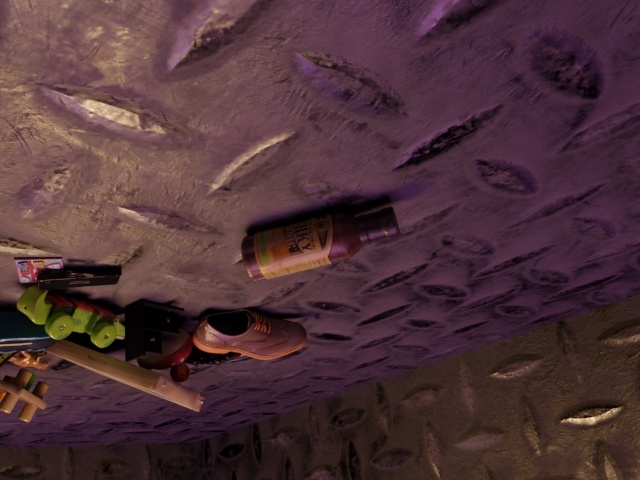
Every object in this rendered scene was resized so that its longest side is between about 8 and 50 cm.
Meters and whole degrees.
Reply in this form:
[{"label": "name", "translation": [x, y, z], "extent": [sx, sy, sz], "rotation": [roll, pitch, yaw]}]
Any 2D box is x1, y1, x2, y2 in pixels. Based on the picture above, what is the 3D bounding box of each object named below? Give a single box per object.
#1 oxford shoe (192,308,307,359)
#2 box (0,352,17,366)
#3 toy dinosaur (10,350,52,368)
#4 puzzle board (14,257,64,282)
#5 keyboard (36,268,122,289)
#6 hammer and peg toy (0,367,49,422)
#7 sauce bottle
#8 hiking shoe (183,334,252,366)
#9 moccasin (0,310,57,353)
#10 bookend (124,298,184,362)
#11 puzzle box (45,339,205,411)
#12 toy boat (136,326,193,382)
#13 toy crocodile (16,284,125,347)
[{"label": "oxford shoe", "translation": [-0.196, 0.279, 1.846], "extent": [0.363, 0.130, 0.133], "rotation": [3, 146, -26]}, {"label": "box", "translation": [-0.911, 0.311, 1.577], "extent": [0.190, 0.045, 0.184], "rotation": [-2, -159, 15]}, {"label": "toy dinosaur", "translation": [-0.831, 0.322, 1.685], "extent": [0.211, 0.064, 0.112], "rotation": [28, 100, -46]}, {"label": "puzzle board", "translation": [-0.630, 0.070, 1.370], "extent": [0.096, 0.011, 0.128], "rotation": [0, 154, -20]}, {"label": "keyboard", "translation": [-0.554, 0.084, 1.400], "extent": [0.180, 0.023, 0.108], "rotation": [-4, 162, -26]}, {"label": "hammer and peg toy", "translation": [-0.950, 0.398, 1.737], "extent": [0.266, 0.127, 0.361], "rotation": [20, 155, 2]}, {"label": "sauce bottle", "translation": [0.000, 0.000, 1.332], "extent": [0.344, 0.111, 0.111], "rotation": [-16, 155, 9]}, {"label": "hiking shoe", "translation": [-0.327, 0.370, 2.005], "extent": [0.304, 0.113, 0.132], "rotation": [0, 153, -20]}, {"label": "moccasin", "translation": [-0.827, 0.245, 1.505], "extent": [0.342, 0.138, 0.117], "rotation": [13, 131, -33]}, {"label": "bookend", "translation": [-0.451, 0.258, 1.665], "extent": [0.072, 0.157, 0.156], "rotation": [-23, 151, 28]}, {"label": "puzzle box", "translation": [-0.573, 0.398, 1.808], "extent": [0.409, 0.052, 0.272], "rotation": [13, 158, 23]}, {"label": "toy boat", "translation": [-0.446, 0.357, 1.821], "extent": [0.151, 0.151, 0.231], "rotation": [-37, -176, -30]}, {"label": "toy crocodile", "translation": [-0.616, 0.192, 1.544], "extent": [0.115, 0.105, 0.340], "rotation": [25, 177, 33]}]
